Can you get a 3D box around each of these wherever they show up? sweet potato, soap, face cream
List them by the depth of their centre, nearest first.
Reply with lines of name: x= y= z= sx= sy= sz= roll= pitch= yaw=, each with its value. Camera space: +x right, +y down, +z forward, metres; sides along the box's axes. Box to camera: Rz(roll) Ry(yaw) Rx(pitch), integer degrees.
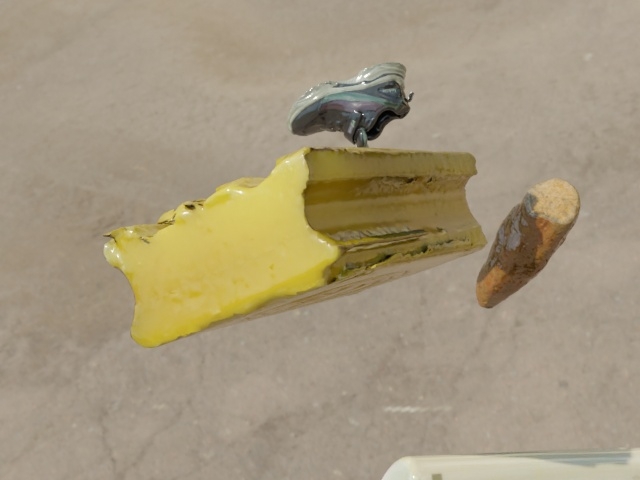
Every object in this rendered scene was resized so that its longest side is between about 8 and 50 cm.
soap: x=0.000 y=0.000 z=0.796 sx=0.204 sy=0.096 sz=0.324 roll=-22 pitch=-7 yaw=29
face cream: x=0.224 y=0.268 z=0.933 sx=0.348 sy=0.174 sz=0.081 roll=1 pitch=40 yaw=-17
sweet potato: x=0.308 y=0.013 z=1.465 sx=0.097 sy=0.252 sz=0.097 roll=21 pitch=35 yaw=-15

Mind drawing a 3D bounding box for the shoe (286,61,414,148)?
shoe: x=0.043 y=-0.154 z=1.204 sx=0.169 sy=0.099 sz=0.071 roll=-22 pitch=-14 yaw=9
